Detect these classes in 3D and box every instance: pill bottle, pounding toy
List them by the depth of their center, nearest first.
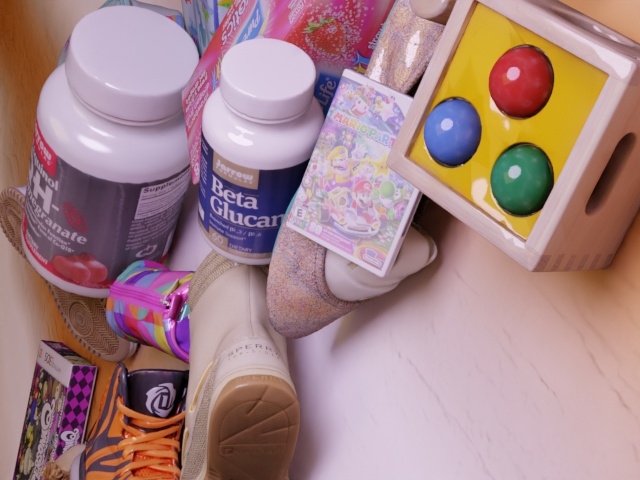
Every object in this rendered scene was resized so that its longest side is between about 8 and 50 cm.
[{"bbox_3d":[0.110,-0.112,0.679,0.206,0.094,0.181,40,117,37],"label":"pounding toy"},{"bbox_3d":[-0.046,-0.068,0.881,0.169,0.094,0.094,99,163,-47],"label":"pill bottle"},{"bbox_3d":[-0.226,-0.094,1.246,0.319,0.176,0.176,114,153,-47],"label":"pill bottle"}]

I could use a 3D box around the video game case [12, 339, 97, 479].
[{"bbox_3d":[-0.378,0.270,1.602,0.210,0.041,0.232,11,90,65],"label":"video game case"}]

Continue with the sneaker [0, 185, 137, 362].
[{"bbox_3d":[-0.283,0.027,1.478,0.282,0.153,0.099,49,126,20],"label":"sneaker"}]

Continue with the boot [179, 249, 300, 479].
[{"bbox_3d":[-0.081,0.143,1.009,0.203,0.095,0.262,-101,17,-47],"label":"boot"}]

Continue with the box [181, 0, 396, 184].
[{"bbox_3d":[-0.008,-0.154,0.959,0.257,0.128,0.123,-51,37,41],"label":"box"}]

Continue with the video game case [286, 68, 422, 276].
[{"bbox_3d":[0.032,-0.047,0.796,0.087,0.011,0.122,28,106,25],"label":"video game case"}]

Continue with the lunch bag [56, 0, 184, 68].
[{"bbox_3d":[-0.277,-0.188,1.512,0.279,0.107,0.224,-14,66,59],"label":"lunch bag"}]

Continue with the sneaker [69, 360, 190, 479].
[{"bbox_3d":[-0.181,0.226,1.147,0.321,0.124,0.180,43,119,59],"label":"sneaker"}]

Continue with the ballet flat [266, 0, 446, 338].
[{"bbox_3d":[0.051,-0.042,0.837,0.106,0.107,0.316,42,118,42],"label":"ballet flat"}]

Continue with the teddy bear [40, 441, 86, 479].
[{"bbox_3d":[-0.307,0.404,1.368,0.245,0.113,0.338,-10,63,54],"label":"teddy bear"}]

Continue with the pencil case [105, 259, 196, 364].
[{"bbox_3d":[-0.149,0.072,1.176,0.236,0.104,0.105,0,80,64],"label":"pencil case"}]

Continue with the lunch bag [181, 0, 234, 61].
[{"bbox_3d":[-0.088,-0.236,1.146,0.219,0.090,0.176,-116,20,-52],"label":"lunch bag"}]
